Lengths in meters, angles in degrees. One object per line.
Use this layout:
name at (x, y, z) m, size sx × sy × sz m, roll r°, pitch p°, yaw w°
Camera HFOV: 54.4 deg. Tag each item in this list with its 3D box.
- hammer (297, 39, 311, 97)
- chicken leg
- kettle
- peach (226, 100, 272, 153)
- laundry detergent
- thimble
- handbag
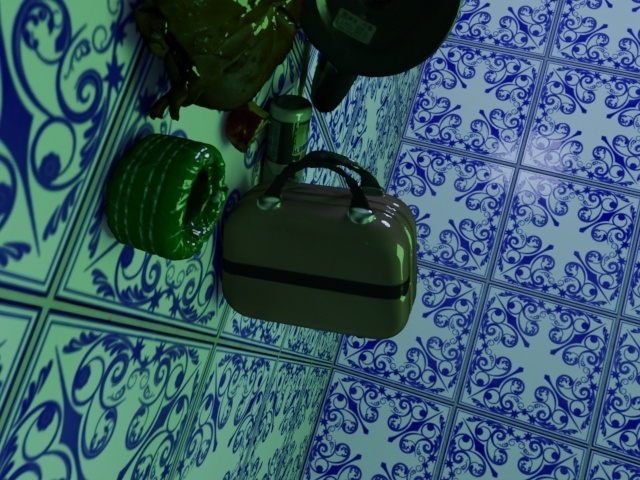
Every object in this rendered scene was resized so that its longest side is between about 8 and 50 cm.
hammer at (-0.041, -0.254, 1.098) m, size 0.060 × 0.028 × 0.195 m, roll -29°, pitch 130°, yaw -65°
chicken leg at (-0.086, -0.278, 0.564) m, size 0.211 × 0.140 × 0.361 m, roll -54°, pitch 161°, yaw -39°
kettle at (0.058, -0.352, 0.964) m, size 0.324 × 0.229 × 0.320 m, roll -92°, pitch -158°, yaw -66°
peach at (-0.098, -0.165, 0.858) m, size 0.083 × 0.050 × 0.077 m, roll -56°, pitch -176°, yaw -31°
laundry detergent at (-0.062, -0.122, 1.038) m, size 0.099 × 0.070 × 0.225 m, roll -95°, pitch -167°, yaw -61°
thimble at (-0.156, -0.048, 0.649) m, size 0.130 × 0.090 × 0.118 m, roll -56°, pitch 157°, yaw -57°
handbag at (0.000, 0.000, 0.946) m, size 0.149 × 0.302 × 0.283 m, roll -58°, pitch 154°, yaw -58°
